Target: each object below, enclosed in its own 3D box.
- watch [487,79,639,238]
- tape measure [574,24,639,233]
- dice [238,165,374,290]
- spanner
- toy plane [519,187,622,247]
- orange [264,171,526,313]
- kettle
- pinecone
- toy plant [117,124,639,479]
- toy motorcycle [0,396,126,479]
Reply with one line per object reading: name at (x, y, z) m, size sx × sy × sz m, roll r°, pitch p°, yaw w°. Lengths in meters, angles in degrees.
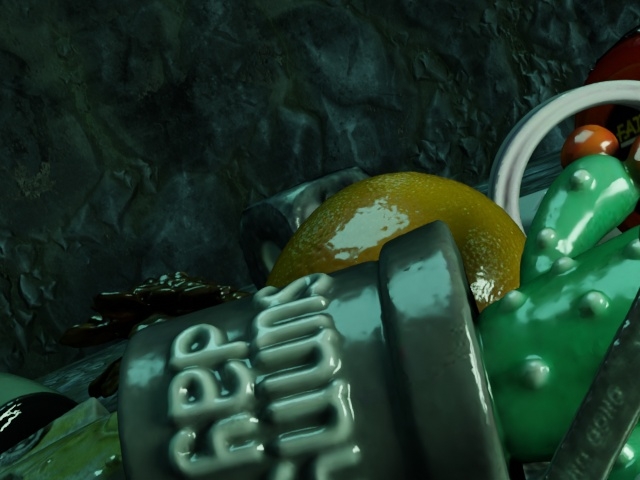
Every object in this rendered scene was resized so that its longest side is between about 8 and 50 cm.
watch at (0.219, -0.013, 0.849) m, size 0.248 × 0.217 × 0.211 m, roll -21°, pitch 3°, yaw 10°
tape measure at (0.360, -0.087, 0.929) m, size 0.114 × 0.260 × 0.253 m, roll -27°, pitch 0°, yaw -32°
dice at (0.000, 0.000, 1.517) m, size 0.183 × 0.181 × 0.182 m, roll -22°, pitch 4°, yaw -30°
spanner at (0.106, 0.087, 0.409) m, size 0.254 × 0.054 × 0.015 m, roll -59°, pitch -27°, yaw -12°
toy plane at (0.294, -0.008, 1.254) m, size 0.244 × 0.117 × 0.245 m, roll -29°, pitch 18°, yaw 10°
orange at (0.057, 0.049, 0.727) m, size 0.206 × 0.206 × 0.206 m, roll -22°, pitch 3°, yaw 1°
kettle at (-0.331, 0.228, 1.128) m, size 0.240 × 0.165 × 0.255 m, roll 13°, pitch -11°, yaw -37°
pinecone at (-0.135, 0.130, 1.034) m, size 0.229 × 0.201 × 0.202 m, roll -17°, pitch 1°, yaw 30°
toy plant at (0.105, 0.077, 0.526) m, size 0.400 × 0.185 × 0.279 m, roll -14°, pitch 18°, yaw 8°
toy motorcycle at (-0.167, 0.201, 0.693) m, size 0.340 × 0.108 × 0.223 m, roll -33°, pitch 28°, yaw 1°
